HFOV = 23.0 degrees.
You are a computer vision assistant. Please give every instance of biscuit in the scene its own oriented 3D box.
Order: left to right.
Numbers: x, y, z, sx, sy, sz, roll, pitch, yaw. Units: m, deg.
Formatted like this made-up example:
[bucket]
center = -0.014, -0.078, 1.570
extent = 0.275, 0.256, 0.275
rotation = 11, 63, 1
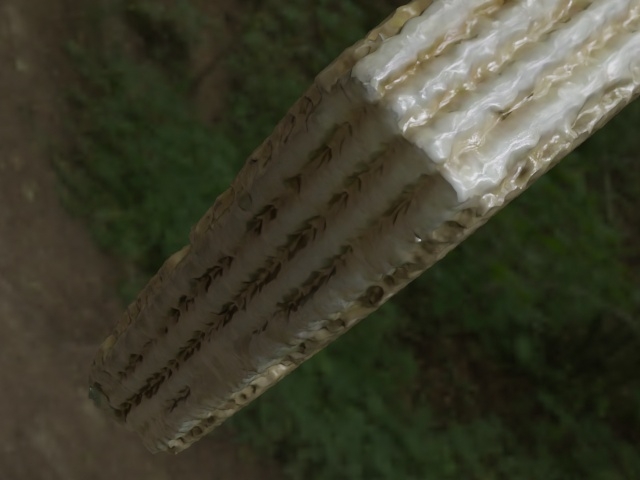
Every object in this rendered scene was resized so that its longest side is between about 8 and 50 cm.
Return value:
[biscuit]
center = 0.000, 0.000, 0.690
extent = 0.078, 0.144, 0.426
rotation = 50, -26, 3
